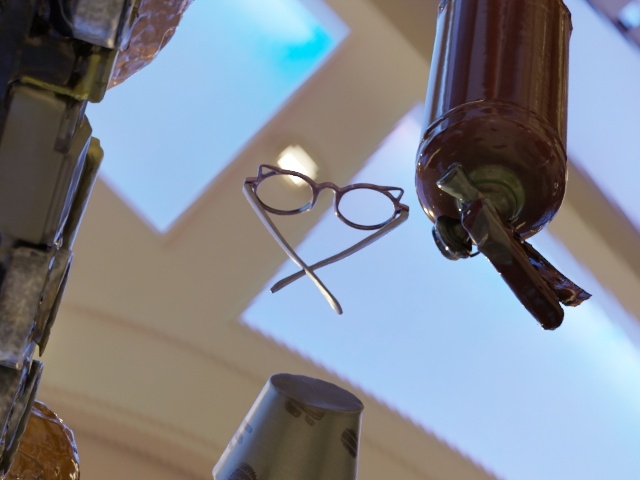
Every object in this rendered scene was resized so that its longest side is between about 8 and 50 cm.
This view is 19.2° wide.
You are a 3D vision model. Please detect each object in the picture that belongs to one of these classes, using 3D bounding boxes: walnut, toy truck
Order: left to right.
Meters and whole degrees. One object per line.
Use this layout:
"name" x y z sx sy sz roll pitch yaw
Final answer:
"toy truck" -0.133 -0.049 0.697 0.124 0.272 0.157 18 -151 -5
"walnut" -0.156 0.124 0.952 0.121 0.052 0.091 17 -93 -61

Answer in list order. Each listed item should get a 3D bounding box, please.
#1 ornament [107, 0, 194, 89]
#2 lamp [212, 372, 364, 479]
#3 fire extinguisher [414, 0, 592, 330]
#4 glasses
"ornament" -0.203 -0.230 1.374 0.259 0.259 0.225 35 -102 -16
"lamp" -0.035 0.220 1.534 0.121 0.215 0.121 18 -167 -4
"fire extinguisher" 0.137 -0.064 1.331 0.147 0.106 0.337 39 -149 -18
"glasses" 0.000 0.000 1.537 0.140 0.062 0.104 12 -131 -5
